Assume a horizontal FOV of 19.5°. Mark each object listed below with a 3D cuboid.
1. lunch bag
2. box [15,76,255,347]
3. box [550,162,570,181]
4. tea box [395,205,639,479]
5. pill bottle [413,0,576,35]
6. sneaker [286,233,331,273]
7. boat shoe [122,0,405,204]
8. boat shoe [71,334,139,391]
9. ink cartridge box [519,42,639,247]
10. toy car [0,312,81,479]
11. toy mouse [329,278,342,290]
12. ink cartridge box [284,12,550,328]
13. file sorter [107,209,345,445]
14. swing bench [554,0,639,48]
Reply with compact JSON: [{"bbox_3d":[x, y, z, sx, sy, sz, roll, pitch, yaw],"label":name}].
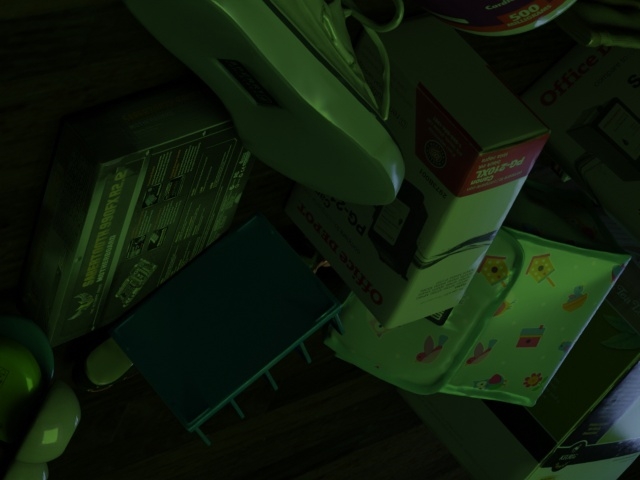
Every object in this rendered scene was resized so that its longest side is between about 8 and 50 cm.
[{"bbox_3d":[0.150,0.043,1.920,0.262,0.160,0.223,11,122,-34],"label":"lunch bag"},{"bbox_3d":[-0.149,-0.028,1.567,0.183,0.056,0.231,-22,149,-36],"label":"box"},{"bbox_3d":[0.325,-0.134,2.123,0.094,0.027,0.137,-21,149,-35],"label":"box"},{"bbox_3d":[0.331,0.143,2.355,0.323,0.220,0.329,-50,155,20],"label":"tea box"},{"bbox_3d":[0.087,-0.272,1.362,0.181,0.181,0.323,-47,155,11],"label":"pill bottle"},{"bbox_3d":[0.000,0.000,1.856,0.119,0.047,0.057,-12,136,-59],"label":"sneaker"},{"bbox_3d":[-0.020,-0.166,1.435,0.367,0.136,0.156,44,61,-50],"label":"boat shoe"},{"bbox_3d":[-0.178,0.101,1.758,0.133,0.049,0.042,-30,-178,-38],"label":"boat shoe"},{"bbox_3d":[0.366,-0.105,1.938,0.198,0.273,0.115,-43,153,2],"label":"ink cartridge box"},{"bbox_3d":[-0.284,0.135,1.567,0.182,0.159,0.136,-59,-175,33],"label":"toy car"},{"bbox_3d":[0.053,0.007,1.952,0.143,0.031,0.161,-38,155,-10],"label":"toy mouse"},{"bbox_3d":[0.083,-0.061,1.713,0.100,0.172,0.237,-19,147,-38],"label":"ink cartridge box"},{"bbox_3d":[-0.077,0.084,1.654,0.170,0.118,0.104,-39,159,-7],"label":"file sorter"},{"bbox_3d":[0.327,-0.305,1.693,0.255,0.165,0.253,-48,156,26],"label":"swing bench"}]
